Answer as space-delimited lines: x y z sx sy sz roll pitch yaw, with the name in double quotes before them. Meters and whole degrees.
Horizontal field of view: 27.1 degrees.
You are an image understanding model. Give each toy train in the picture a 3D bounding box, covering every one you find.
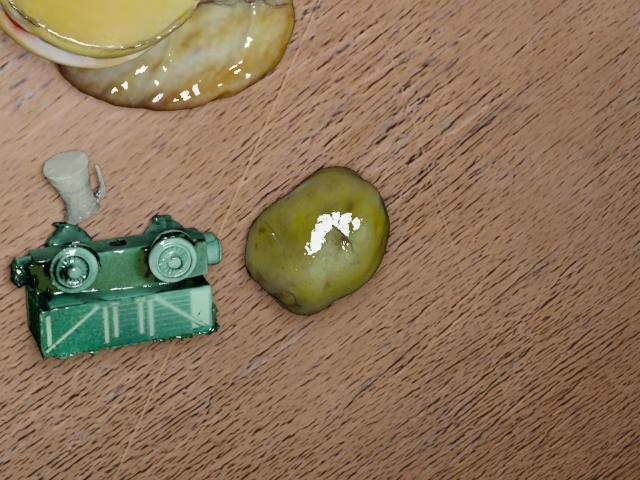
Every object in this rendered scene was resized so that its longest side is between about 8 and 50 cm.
"toy train" -0.251 0.055 1.671 0.269 0.115 0.154 -8 111 -22

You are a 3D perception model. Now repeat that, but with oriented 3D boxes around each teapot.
"teapot" -0.298 -0.064 1.632 0.067 0.057 0.083 -20 127 -11

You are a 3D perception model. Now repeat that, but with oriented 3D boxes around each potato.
"potato" 0.001 0.001 1.744 0.200 0.137 0.154 -43 122 1

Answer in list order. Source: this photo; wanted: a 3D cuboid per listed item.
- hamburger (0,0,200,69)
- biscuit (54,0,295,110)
"hamburger" -0.274 -0.322 1.425 0.302 0.186 0.261 13 82 -23
"biscuit" -0.176 -0.233 1.610 0.299 0.045 0.154 1 112 -25
